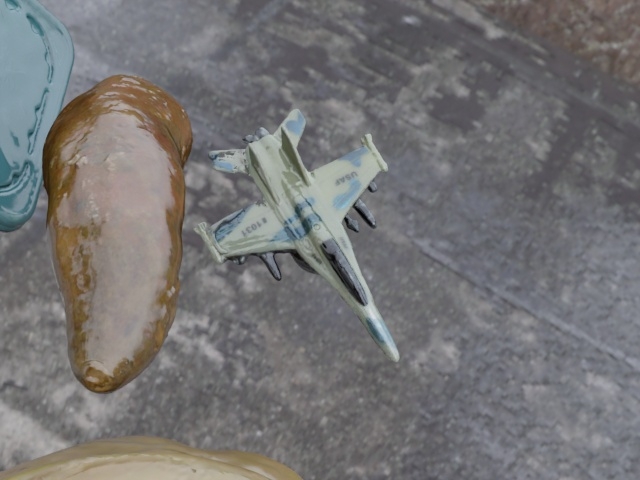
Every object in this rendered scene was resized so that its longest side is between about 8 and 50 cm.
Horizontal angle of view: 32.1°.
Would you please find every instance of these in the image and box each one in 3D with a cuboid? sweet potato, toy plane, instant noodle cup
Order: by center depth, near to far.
[{"bbox_3d":[-0.122,-0.024,0.651,0.097,0.097,0.292,16,27,-14],"label":"sweet potato"},{"bbox_3d":[-0.253,-0.108,0.758,0.157,0.070,0.179,44,46,-49],"label":"instant noodle cup"},{"bbox_3d":[-0.001,0.003,1.032,0.192,0.088,0.262,-28,81,-10],"label":"toy plane"}]

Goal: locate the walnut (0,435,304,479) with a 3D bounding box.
[{"bbox_3d":[-0.087,0.230,0.518,0.285,0.285,0.296,14,19,-16],"label":"walnut"}]
